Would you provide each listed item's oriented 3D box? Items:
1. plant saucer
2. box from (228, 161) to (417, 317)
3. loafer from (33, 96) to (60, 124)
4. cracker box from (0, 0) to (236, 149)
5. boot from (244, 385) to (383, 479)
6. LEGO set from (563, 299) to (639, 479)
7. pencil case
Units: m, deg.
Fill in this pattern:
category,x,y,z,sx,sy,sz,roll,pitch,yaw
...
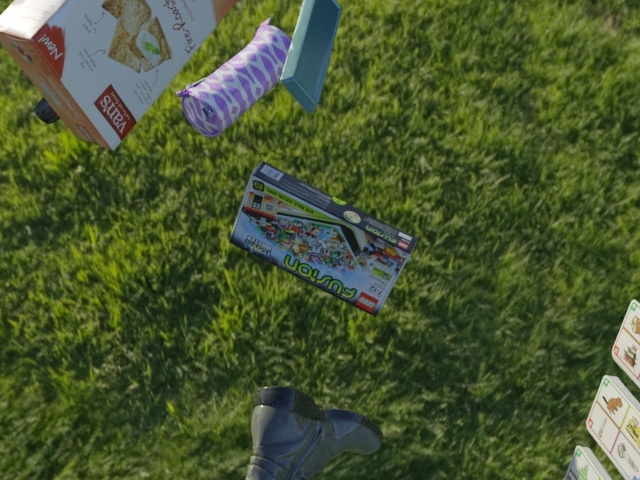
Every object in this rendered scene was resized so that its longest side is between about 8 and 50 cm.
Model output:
category,x,y,z,sx,sy,sz,roll,pitch,yaw
plant saucer,-0.008,-0.257,1.047,0.018,0.067,0.192,-12,51,34
box,0.000,0.000,0.970,0.207,0.114,0.036,26,39,4
loafer,-0.286,-0.242,0.977,0.078,0.076,0.223,35,102,-21
cracker box,-0.197,-0.230,0.815,0.067,0.156,0.232,22,66,30
boot,-0.015,0.296,1.054,0.083,0.246,0.161,-12,60,39
LEGO set,0.251,0.175,0.512,0.060,0.183,0.244,5,23,-14
pencil case,-0.123,-0.242,1.213,0.088,0.086,0.206,51,61,-13
